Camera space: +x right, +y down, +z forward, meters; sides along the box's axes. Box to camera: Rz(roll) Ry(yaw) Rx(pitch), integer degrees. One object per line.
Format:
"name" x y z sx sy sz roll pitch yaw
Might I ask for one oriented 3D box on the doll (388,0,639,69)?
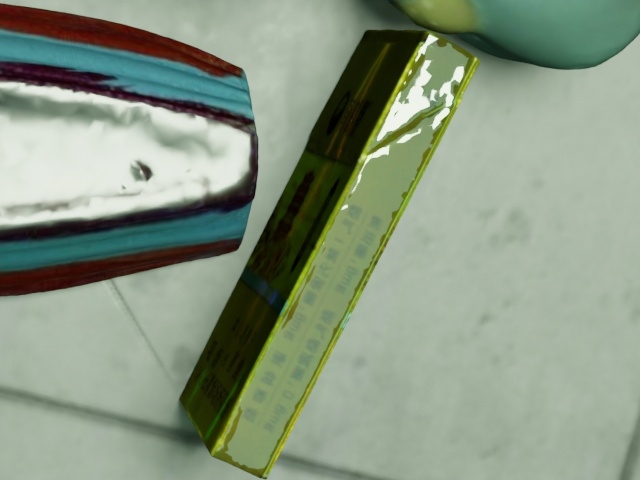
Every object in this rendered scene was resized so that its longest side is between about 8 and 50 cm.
"doll" 0.028 -0.180 0.790 0.261 0.161 0.177 20 94 -14

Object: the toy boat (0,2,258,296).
"toy boat" -0.219 -0.038 0.808 0.392 0.079 0.136 1 94 -13

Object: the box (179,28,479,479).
"box" 0.000 0.000 0.823 0.030 0.121 0.193 26 91 -12
